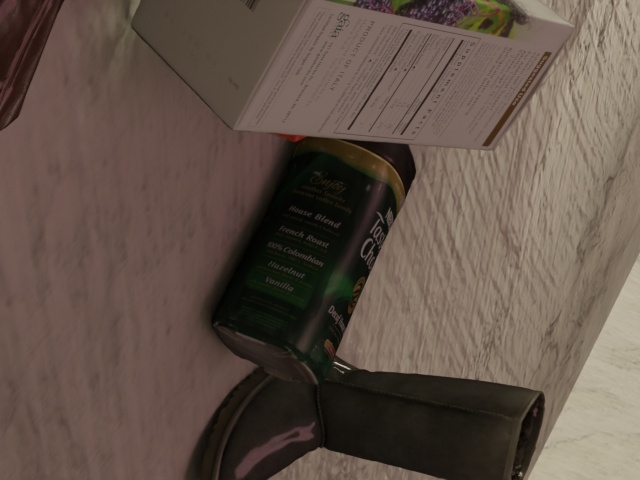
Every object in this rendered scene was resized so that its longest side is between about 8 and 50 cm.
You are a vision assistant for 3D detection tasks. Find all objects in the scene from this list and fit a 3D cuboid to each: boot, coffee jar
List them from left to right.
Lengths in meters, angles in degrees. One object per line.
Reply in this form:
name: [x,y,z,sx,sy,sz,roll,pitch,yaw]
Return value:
boot: [-0.117,-0.089,0.598,0.106,0.037,0.114,28,78,-58]
coffee jar: [0.000,0.000,0.960,0.184,0.079,0.096,-66,161,-15]
boot: [0.040,0.148,1.017,0.189,0.209,0.076,-53,154,-43]

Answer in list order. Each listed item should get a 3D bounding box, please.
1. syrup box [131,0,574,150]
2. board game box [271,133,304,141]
syrup box: [0.026,-0.115,0.753,0.237,0.093,0.096,-1,130,-51]
board game box: [0.019,-0.157,0.905,0.193,0.045,0.146,-35,140,-60]
